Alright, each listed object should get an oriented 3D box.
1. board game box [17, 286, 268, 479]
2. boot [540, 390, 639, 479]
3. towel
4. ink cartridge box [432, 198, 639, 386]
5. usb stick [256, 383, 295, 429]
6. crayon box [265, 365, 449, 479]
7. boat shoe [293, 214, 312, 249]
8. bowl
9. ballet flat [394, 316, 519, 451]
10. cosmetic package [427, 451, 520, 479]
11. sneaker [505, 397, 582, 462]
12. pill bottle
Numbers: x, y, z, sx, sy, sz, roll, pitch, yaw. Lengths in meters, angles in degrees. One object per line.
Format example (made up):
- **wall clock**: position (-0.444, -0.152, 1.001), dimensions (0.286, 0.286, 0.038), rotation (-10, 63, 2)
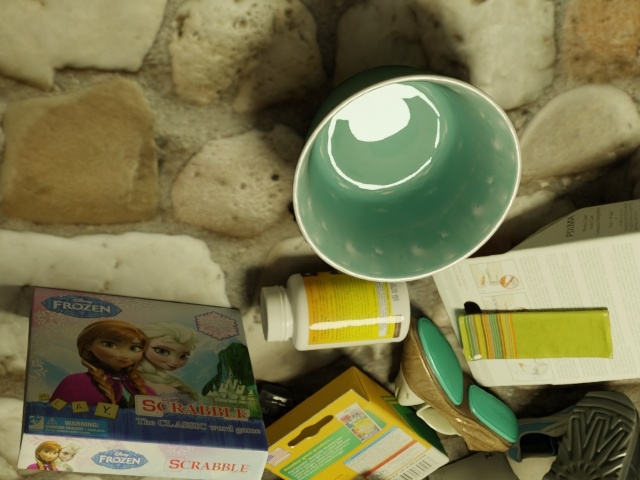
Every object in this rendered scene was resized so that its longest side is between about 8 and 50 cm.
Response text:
- **board game box**: position (-0.251, 0.196, 1.466), dimensions (0.318, 0.318, 0.066), rotation (8, 120, -18)
- **boot**: position (0.501, 0.515, 1.822), dimensions (0.367, 0.146, 0.445), rotation (-56, 139, -18)
- **towel**: position (0.342, 0.153, 1.671), dimensions (0.237, 0.021, 0.102), rotation (-3, 131, 19)
- **ink cartridge box**: position (0.401, 0.095, 1.676), dimensions (0.384, 0.091, 0.308), rotation (-8, 128, 24)
- **usb stick**: position (-0.125, 0.356, 1.766), dimensions (0.077, 0.045, 0.278), rotation (19, 117, -16)
- **crayon box**: position (0.046, 0.333, 1.731), dimensions (0.203, 0.083, 0.323), rotation (-37, 135, 12)
- **boat shoe**: position (0.000, 0.000, 1.561), dimensions (0.038, 0.046, 0.125), rotation (-46, 129, 12)
- **bowl**: position (0.101, -0.116, 1.434), dimensions (0.311, 0.163, 0.312), rotation (-6, 125, -9)
- **ballet flat**: position (0.202, 0.256, 1.750), dimensions (0.124, 0.116, 0.342), rotation (-23, 131, 28)
- **cosmetic package**: position (0.338, 0.578, 1.925), dimensions (0.155, 0.197, 0.366), rotation (-23, 123, 3)
- **sneaker**: position (0.437, 0.340, 1.858), dimensions (0.237, 0.086, 0.085), rotation (-16, 123, -4)
- **pill bottle**: position (0.020, 0.104, 1.588), dimensions (0.214, 0.117, 0.117), rotation (-4, 123, -11)
